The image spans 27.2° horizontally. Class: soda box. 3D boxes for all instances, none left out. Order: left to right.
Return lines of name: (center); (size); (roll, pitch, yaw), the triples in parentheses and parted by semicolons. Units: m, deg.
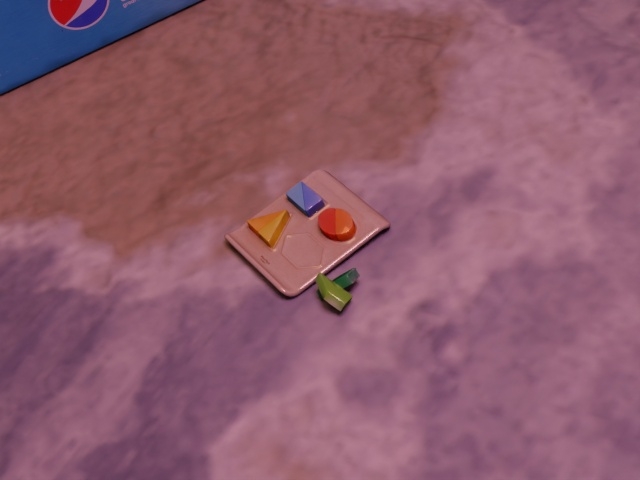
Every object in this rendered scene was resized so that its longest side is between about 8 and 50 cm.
soda box: (-0.115, -0.171, 0.772); (0.210, 0.071, 0.067); (-27, 44, -7)

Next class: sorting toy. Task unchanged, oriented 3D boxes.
sorting toy: (0.000, 0.000, 0.604); (0.062, 0.012, 0.083); (-34, 45, -15)
